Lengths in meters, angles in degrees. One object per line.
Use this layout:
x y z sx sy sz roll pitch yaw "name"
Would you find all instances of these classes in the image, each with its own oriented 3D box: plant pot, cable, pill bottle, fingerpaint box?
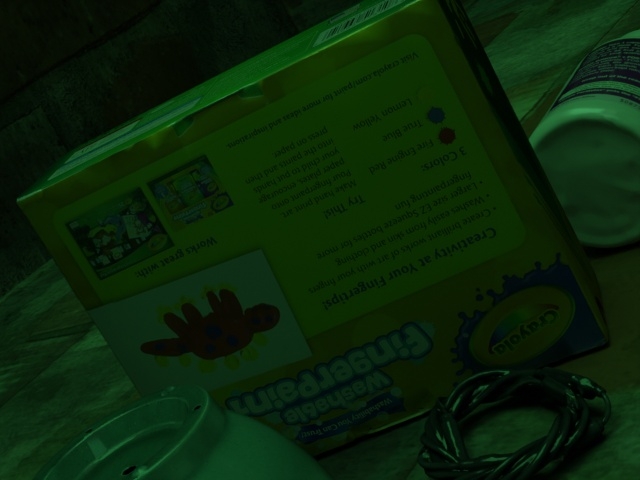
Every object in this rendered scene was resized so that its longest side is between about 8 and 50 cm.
-0.118 0.242 0.995 0.293 0.196 0.293 -27 16 8 "plant pot"
0.154 0.164 1.057 0.150 0.047 0.184 -40 21 -18 "cable"
0.345 -0.130 1.391 0.169 0.169 0.301 -18 20 35 "pill bottle"
0.000 0.000 1.216 0.445 0.371 0.163 -25 17 17 "fingerpaint box"
